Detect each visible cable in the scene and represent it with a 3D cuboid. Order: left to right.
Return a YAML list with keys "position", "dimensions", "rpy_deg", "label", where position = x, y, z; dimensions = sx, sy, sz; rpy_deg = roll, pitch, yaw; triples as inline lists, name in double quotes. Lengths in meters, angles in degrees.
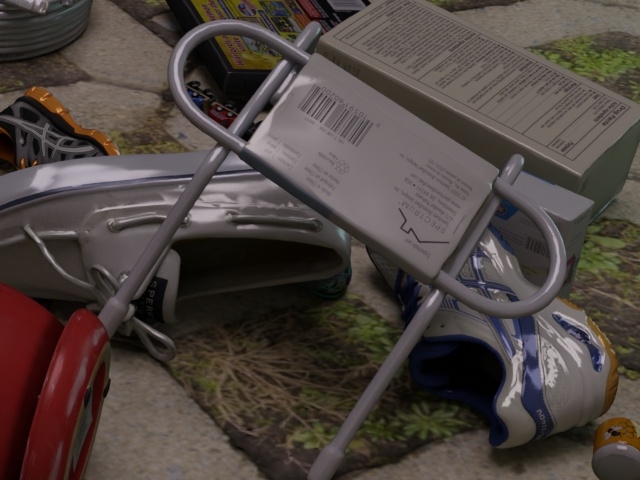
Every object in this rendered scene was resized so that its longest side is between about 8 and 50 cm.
- position: [-0.390, -0.302, 1.685]
  dimensions: [0.257, 0.089, 0.257]
  rpy_deg: [8, 33, 3]
  label: "cable"

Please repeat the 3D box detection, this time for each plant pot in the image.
- position: [-0.248, 0.118, 1.011]
  dimensions: [0.174, 0.191, 0.191]
  rpy_deg: [15, 34, 0]
  label: "plant pot"

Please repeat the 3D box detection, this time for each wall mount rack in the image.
- position: [0.000, 0.000, 1.127]
  dimensions: [0.350, 0.130, 0.304]
  rpy_deg: [34, 61, 2]
  label: "wall mount rack"

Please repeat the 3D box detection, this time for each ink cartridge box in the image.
- position: [0.185, 0.008, 1.302]
  dimensions: [0.088, 0.122, 0.052]
  rpy_deg: [27, 35, 26]
  label: "ink cartridge box"

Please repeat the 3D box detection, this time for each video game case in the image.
- position: [-0.036, -0.247, 1.692]
  dimensions: [0.248, 0.035, 0.275]
  rpy_deg: [-2, 35, -24]
  label: "video game case"

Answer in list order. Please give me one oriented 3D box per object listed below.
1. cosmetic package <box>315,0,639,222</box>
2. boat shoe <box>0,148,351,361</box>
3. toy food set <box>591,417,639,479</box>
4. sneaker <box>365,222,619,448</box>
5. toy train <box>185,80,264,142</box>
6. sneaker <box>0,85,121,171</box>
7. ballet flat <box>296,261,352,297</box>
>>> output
- position: [0.155, -0.127, 1.471]
  dimensions: [0.309, 0.113, 0.160]
  rpy_deg: [32, 45, 22]
  label: "cosmetic package"
- position: [-0.150, 0.024, 1.219]
  dimensions: [0.367, 0.136, 0.156]
  rpy_deg: [-7, 58, -8]
  label: "boat shoe"
- position: [0.304, 0.210, 1.033]
  dimensions: [0.232, 0.111, 0.104]
  rpy_deg: [14, 34, 5]
  label: "toy food set"
- position: [0.112, 0.060, 1.224]
  dimensions: [0.131, 0.112, 0.296]
  rpy_deg: [-21, 40, -28]
  label: "sneaker"
- position: [-0.101, -0.130, 1.539]
  dimensions: [0.158, 0.027, 0.036]
  rpy_deg: [32, 52, 31]
  label: "toy train"
- position: [-0.249, -0.070, 1.389]
  dimensions: [0.083, 0.084, 0.215]
  rpy_deg: [-33, 45, -26]
  label: "sneaker"
- position: [-0.055, -0.007, 1.332]
  dimensions: [0.188, 0.070, 0.070]
  rpy_deg: [17, 36, 15]
  label: "ballet flat"
